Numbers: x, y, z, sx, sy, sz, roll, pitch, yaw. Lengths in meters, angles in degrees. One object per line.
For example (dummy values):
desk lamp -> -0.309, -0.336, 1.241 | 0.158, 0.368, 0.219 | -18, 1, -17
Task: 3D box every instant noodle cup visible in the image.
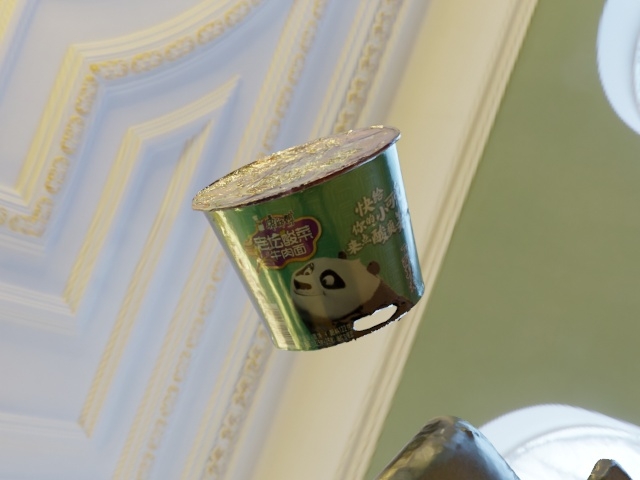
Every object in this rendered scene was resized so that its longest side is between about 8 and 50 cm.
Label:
instant noodle cup -> 0.000, 0.000, 0.935 | 0.251, 0.251, 0.190 | -30, -71, -33

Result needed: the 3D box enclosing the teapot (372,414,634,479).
teapot -> 0.149, 0.276, 0.613 | 0.305, 0.285, 0.223 | -50, -14, 15
